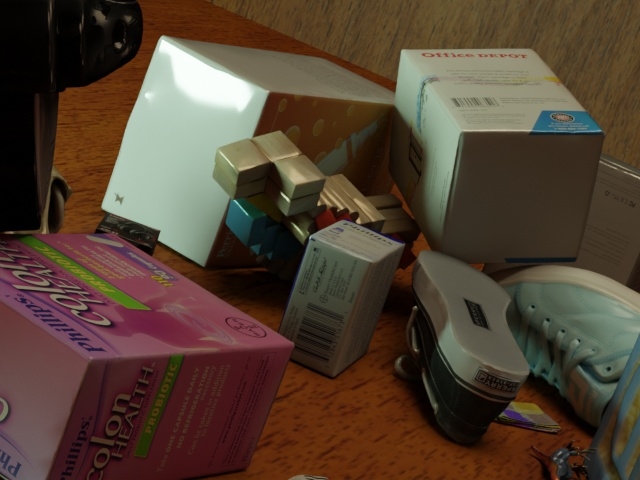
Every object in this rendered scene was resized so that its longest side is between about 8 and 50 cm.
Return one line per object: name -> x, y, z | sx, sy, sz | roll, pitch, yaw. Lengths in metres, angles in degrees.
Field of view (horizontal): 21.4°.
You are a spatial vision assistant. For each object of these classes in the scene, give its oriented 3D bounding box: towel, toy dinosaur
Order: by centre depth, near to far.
toy dinosaur -> 0.224, 0.220, 1.587 | 0.090, 0.047, 0.082 | -10, 4, 35
towel -> 0.201, 0.176, 1.739 | 0.083, 0.009, 0.060 | 14, 16, -27

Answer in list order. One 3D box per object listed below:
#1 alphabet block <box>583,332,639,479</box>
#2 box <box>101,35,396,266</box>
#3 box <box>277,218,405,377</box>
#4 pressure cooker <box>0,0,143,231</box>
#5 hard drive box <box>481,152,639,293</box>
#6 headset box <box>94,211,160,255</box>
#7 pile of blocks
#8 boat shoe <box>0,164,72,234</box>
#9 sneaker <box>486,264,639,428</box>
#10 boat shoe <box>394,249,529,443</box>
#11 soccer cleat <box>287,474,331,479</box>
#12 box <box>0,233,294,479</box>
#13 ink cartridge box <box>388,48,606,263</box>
alphabet block -> 0.377, 0.192, 1.559 | 0.197, 0.192, 0.193 | 21, 15, -4
box -> -0.060, -0.101, 1.995 | 0.168, 0.215, 0.345 | 29, 16, 29
box -> 0.020, 0.055, 1.700 | 0.072, 0.126, 0.137 | 22, 13, 13
pressure cooker -> -0.354, -0.175, 1.358 | 0.420, 0.375, 0.370 | -1, 54, -9
hard drive box -> 0.316, 0.007, 2.092 | 0.181, 0.232, 0.089 | 27, 14, 20
headset box -> -0.205, 0.001, 1.781 | 0.062, 0.032, 0.083 | 20, 15, -2
pile of blocks -> 0.000, 0.000, 1.851 | 0.112, 0.149, 0.362 | 47, 11, 32
boat shoe -> -0.299, -0.033, 1.636 | 0.103, 0.113, 0.302 | 20, 24, -7
sneaker -> 0.299, 0.130, 1.821 | 0.366, 0.135, 0.150 | 15, 31, 30
boat shoe -> 0.139, 0.107, 1.722 | 0.113, 0.105, 0.306 | 21, 19, -17
soccer cleat -> -0.015, 0.197, 1.312 | 0.036, 0.029, 0.083 | 16, 8, 20
box -> -0.184, 0.087, 1.297 | 0.213, 0.117, 0.243 | 29, 17, 32
ink cartridge box -> 0.192, -0.101, 1.935 | 0.171, 0.168, 0.232 | -1, 30, -14
